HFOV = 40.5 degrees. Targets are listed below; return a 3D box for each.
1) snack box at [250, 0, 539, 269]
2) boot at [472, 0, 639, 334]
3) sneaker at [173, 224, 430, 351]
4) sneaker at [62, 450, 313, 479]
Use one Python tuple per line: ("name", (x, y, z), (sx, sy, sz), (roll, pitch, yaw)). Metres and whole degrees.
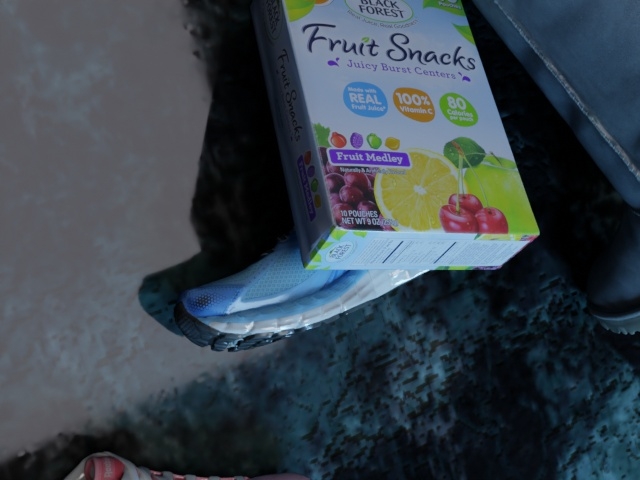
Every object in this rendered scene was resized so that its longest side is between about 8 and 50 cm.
("snack box", (0.030, -0.057, 0.389), (0.100, 0.037, 0.141), (2, 61, -26))
("boot", (0.134, -0.061, 0.424), (0.208, 0.189, 0.076), (45, 63, 0))
("sneaker", (0.000, 0.000, 0.410), (0.162, 0.063, 0.073), (-25, 87, -28))
("sneaker", (-0.064, 0.119, 0.379), (0.134, 0.051, 0.070), (-20, 105, -19))
